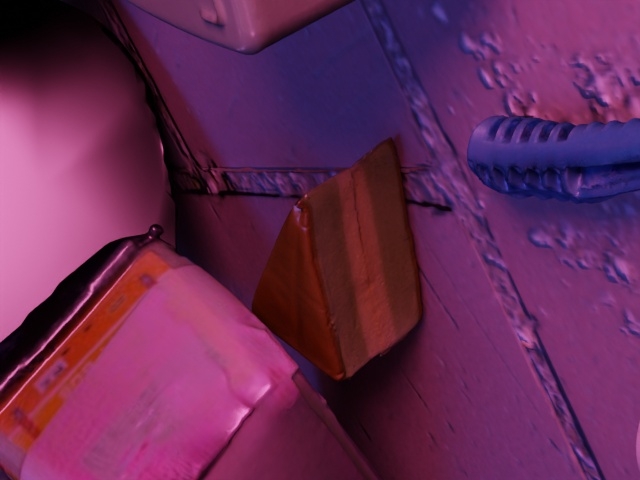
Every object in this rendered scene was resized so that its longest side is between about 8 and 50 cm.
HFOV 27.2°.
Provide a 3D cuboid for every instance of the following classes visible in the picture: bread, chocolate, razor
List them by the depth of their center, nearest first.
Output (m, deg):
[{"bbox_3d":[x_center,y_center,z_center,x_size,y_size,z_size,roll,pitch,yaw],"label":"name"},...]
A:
[{"bbox_3d":[0.133,-0.026,0.467,0.082,0.042,0.253,21,176,-28],"label":"razor"},{"bbox_3d":[-0.001,-0.004,0.723,0.084,0.074,0.139,35,151,39],"label":"bread"},{"bbox_3d":[-0.222,-0.014,0.949,0.210,0.225,0.340,152,105,-76],"label":"chocolate"}]

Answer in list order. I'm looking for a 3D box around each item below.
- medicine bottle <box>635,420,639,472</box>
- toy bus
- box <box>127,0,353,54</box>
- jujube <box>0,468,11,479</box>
[{"bbox_3d":[0.182,0.088,0.463,0.140,0.079,0.079,24,141,53],"label":"medicine bottle"},{"bbox_3d":[-0.050,0.172,0.852,0.162,0.171,0.386,37,168,34],"label":"toy bus"},{"bbox_3d":[-0.028,-0.181,0.464,0.148,0.129,0.210,31,146,45],"label":"box"},{"bbox_3d":[-0.231,0.134,1.161,0.215,0.246,0.308,-116,14,-48],"label":"jujube"}]
